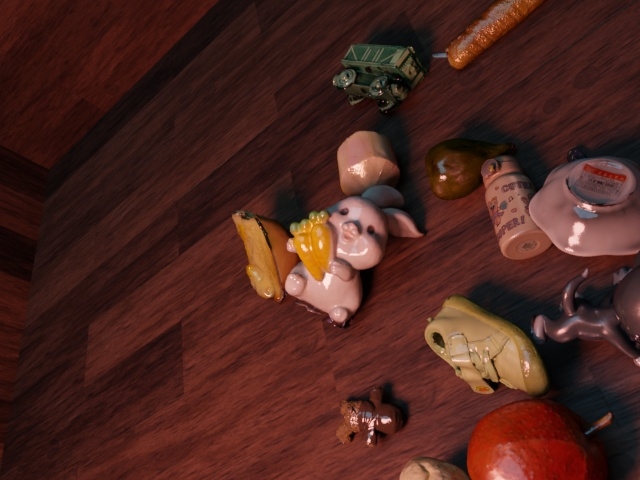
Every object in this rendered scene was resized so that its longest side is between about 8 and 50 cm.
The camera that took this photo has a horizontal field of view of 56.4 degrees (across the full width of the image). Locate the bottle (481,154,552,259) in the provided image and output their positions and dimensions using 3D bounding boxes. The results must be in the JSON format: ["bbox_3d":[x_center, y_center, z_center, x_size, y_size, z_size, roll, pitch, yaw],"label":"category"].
[{"bbox_3d":[0.368,-0.075,1.156,0.097,0.110,0.209,-38,44,36],"label":"bottle"}]

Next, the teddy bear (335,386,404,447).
[{"bbox_3d":[0.087,0.350,1.192,0.161,0.078,0.119,-16,52,38],"label":"teddy bear"}]

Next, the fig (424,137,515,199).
[{"bbox_3d":[0.316,-0.149,1.271,0.133,0.185,0.126,-89,1,-68],"label":"fig"}]

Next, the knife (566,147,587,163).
[{"bbox_3d":[0.510,-0.136,1.128,0.031,0.018,0.121,-48,44,14],"label":"knife"}]

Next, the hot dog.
[{"bbox_3d":[0.419,-0.525,1.418,0.289,0.068,0.083,-39,52,19],"label":"hot dog"}]

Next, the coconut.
[{"bbox_3d":[0.116,-0.171,1.435,0.147,0.147,0.152,-29,51,29],"label":"coconut"}]

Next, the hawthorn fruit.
[{"bbox_3d":[0.338,0.320,0.891,0.226,0.196,0.196,-37,45,13],"label":"hawthorn fruit"}]

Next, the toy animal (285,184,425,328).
[{"bbox_3d":[0.063,0.022,1.312,0.183,0.247,0.309,38,110,32],"label":"toy animal"}]

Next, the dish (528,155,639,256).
[{"bbox_3d":[0.477,-0.080,1.022,0.230,0.081,0.229,-11,51,14],"label":"dish"}]

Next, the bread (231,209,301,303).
[{"bbox_3d":[-0.120,0.027,1.555,0.133,0.251,0.174,-28,25,-35],"label":"bread"}]

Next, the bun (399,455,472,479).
[{"bbox_3d":[0.209,0.441,0.941,0.135,0.220,0.220,-15,48,-4],"label":"bun"}]

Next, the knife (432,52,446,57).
[{"bbox_3d":[0.320,-0.474,1.526,0.091,0.005,0.014,17,80,48],"label":"knife"}]

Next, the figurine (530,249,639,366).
[{"bbox_3d":[0.470,0.095,0.939,0.266,0.140,0.193,-2,44,20],"label":"figurine"}]

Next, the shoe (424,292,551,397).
[{"bbox_3d":[0.291,0.198,1.055,0.128,0.140,0.262,-45,37,-1],"label":"shoe"}]

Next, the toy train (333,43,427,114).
[{"bbox_3d":[0.149,-0.433,1.592,0.270,0.115,0.154,25,76,49],"label":"toy train"}]
